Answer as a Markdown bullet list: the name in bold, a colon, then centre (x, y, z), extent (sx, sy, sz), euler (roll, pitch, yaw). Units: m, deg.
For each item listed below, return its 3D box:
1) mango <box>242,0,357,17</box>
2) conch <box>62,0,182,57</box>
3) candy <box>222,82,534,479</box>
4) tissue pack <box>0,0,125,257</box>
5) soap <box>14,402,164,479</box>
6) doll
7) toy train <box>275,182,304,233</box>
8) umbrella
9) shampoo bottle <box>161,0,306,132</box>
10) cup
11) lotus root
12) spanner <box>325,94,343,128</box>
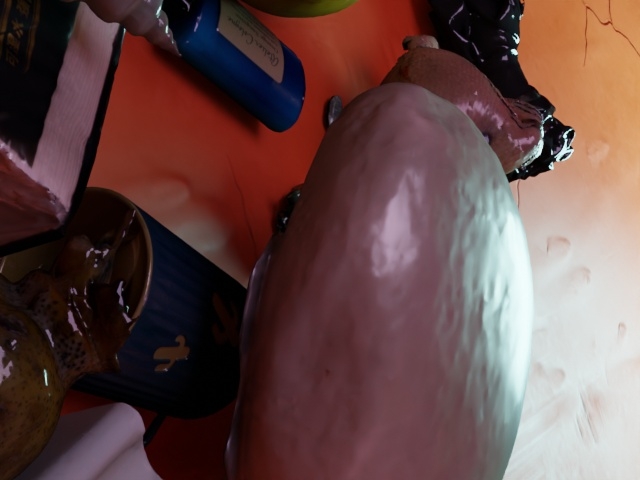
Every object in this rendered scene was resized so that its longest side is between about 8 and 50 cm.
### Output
- **mango**: centre (0.010, -0.299, 1.327), extent (0.182, 0.253, 0.365), euler (49, 2, -5)
- **conch**: centre (-0.125, -0.174, 0.865), extent (0.180, 0.065, 0.088), euler (56, 36, -22)
- **candy**: centre (0.056, 0.085, 1.180), extent (0.427, 0.186, 0.386), euler (83, 23, -44)
- **tissue pack**: centre (-0.223, -0.178, 0.962), extent (0.198, 0.210, 0.370), euler (42, 43, -37)
- **soap**: centre (-0.205, 0.196, 0.856), extent (0.087, 0.160, 0.265), euler (64, 33, -13)
- **doll**: centre (0.154, -0.049, 1.540), extent (0.201, 0.156, 0.303), euler (-81, 150, -48)
- **toy train**: centre (0.000, 0.000, 1.390), extent (0.103, 0.044, 0.064), euler (66, 21, -11)
- **umbrella**: centre (0.181, -0.197, 1.714), extent (0.110, 0.122, 0.272), euler (125, -49, -74)
- **shampoo bottle**: centre (-0.081, -0.167, 1.329), extent (0.183, 0.050, 0.087), euler (37, 42, -44)
- **cup**: centre (-0.131, 0.070, 1.086), extent (0.155, 0.131, 0.176), euler (31, 80, -53)
- **lotus root**: centre (-0.210, 0.077, 0.838), extent (0.278, 0.154, 0.154), euler (-25, 99, -19)
- **spanner**: centre (0.055, 0.009, 1.493), extent (0.071, 0.017, 0.302), euler (-3, 78, -58)
